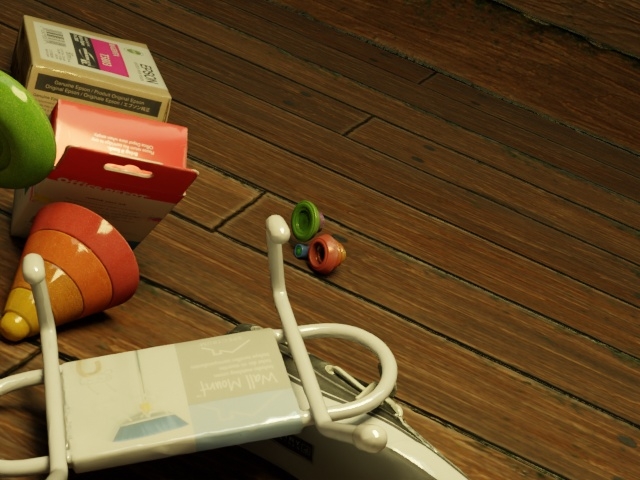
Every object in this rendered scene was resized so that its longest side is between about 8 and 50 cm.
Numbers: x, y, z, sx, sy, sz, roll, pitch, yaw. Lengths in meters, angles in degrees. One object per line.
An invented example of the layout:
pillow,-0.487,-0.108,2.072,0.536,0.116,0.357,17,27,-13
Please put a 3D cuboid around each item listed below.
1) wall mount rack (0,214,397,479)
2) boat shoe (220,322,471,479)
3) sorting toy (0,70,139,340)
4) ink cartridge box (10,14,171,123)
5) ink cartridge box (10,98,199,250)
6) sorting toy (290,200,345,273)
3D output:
wall mount rack,-0.099,0.105,0.819,0.350,0.130,0.304,-9,34,-11
boat shoe,0.026,0.161,0.955,0.306,0.113,0.105,22,38,28
sorting toy,-0.305,-0.051,0.989,0.127,0.365,0.126,-9,31,36
ink cartridge box,-0.328,-0.226,1.594,0.193,0.088,0.234,10,23,-23
ink cartridge box,-0.218,-0.066,1.133,0.134,0.231,0.078,11,65,-25
sorting toy,0.000,0.000,1.392,0.042,0.061,0.102,3,50,-38
